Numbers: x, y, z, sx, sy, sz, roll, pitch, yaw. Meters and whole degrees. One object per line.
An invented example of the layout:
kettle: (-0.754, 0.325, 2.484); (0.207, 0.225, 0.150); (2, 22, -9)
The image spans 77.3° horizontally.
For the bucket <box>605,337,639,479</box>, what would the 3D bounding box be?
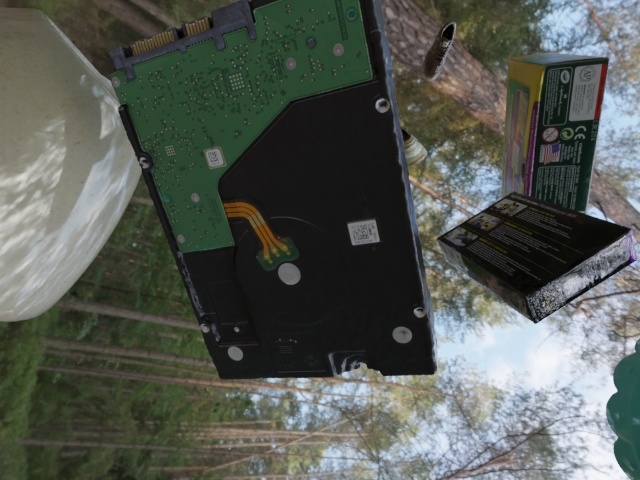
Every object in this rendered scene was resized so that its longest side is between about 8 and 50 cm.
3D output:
bucket: (0.501, 0.219, 0.436); (0.183, 0.282, 0.281); (61, 43, -74)

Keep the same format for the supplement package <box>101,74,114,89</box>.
supplement package: (-0.488, -0.191, 0.688); (0.204, 0.262, 0.145); (-138, -145, -71)

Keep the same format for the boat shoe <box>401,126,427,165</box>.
boat shoe: (0.247, -0.334, 1.301); (0.105, 0.089, 0.285); (-39, -146, 2)

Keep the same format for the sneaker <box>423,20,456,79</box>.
sneaker: (0.394, -0.633, 1.323); (0.071, 0.066, 0.188); (-103, -148, -88)

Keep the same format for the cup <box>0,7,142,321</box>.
cup: (-0.344, -0.113, 0.452); (0.237, 0.331, 0.331); (-41, -148, -6)

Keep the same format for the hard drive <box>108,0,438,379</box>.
hard drive: (-0.033, -0.027, 0.374); (0.237, 0.338, 0.064); (-9, -161, 18)

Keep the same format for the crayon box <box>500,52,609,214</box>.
crayon box: (0.453, -0.181, 0.823); (0.313, 0.106, 0.362); (-60, 146, -60)

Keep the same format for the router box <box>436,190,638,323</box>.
router box: (0.247, 0.009, 0.489); (0.133, 0.046, 0.179); (-31, -155, -2)
